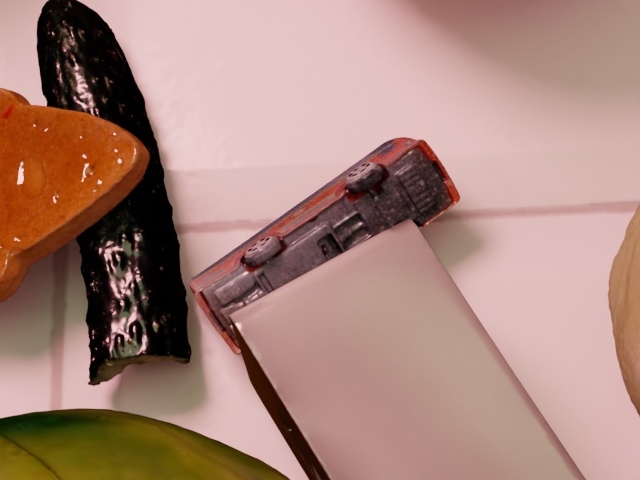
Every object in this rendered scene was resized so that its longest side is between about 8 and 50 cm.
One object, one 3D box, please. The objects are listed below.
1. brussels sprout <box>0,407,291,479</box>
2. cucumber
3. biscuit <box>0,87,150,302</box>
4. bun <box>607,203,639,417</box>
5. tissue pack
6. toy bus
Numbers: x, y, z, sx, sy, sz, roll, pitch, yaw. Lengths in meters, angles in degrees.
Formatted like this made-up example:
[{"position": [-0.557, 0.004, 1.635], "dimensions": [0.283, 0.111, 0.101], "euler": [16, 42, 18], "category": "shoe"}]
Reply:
[{"position": [-0.148, 0.274, 1.126], "dimensions": [0.425, 0.342, 0.361], "euler": [-10, 74, -1], "category": "brussels sprout"}, {"position": [-0.150, -0.046, 1.395], "dimensions": [0.081, 0.072, 0.303], "euler": [-12, 68, 1], "category": "cucumber"}, {"position": [-0.239, -0.032, 1.375], "dimensions": [0.280, 0.043, 0.183], "euler": [-13, 69, 21], "category": "biscuit"}, {"position": [0.321, -0.020, 1.184], "dimensions": [0.364, 0.364, 0.202], "euler": [-34, 75, -7], "category": "bun"}, {"position": [0.065, 0.135, 1.262], "dimensions": [0.136, 0.159, 0.246], "euler": [-30, 69, -8], "category": "tissue pack"}, {"position": [0.000, 0.000, 1.358], "dimensions": [0.192, 0.077, 0.065], "euler": [-35, 107, -7], "category": "toy bus"}]
